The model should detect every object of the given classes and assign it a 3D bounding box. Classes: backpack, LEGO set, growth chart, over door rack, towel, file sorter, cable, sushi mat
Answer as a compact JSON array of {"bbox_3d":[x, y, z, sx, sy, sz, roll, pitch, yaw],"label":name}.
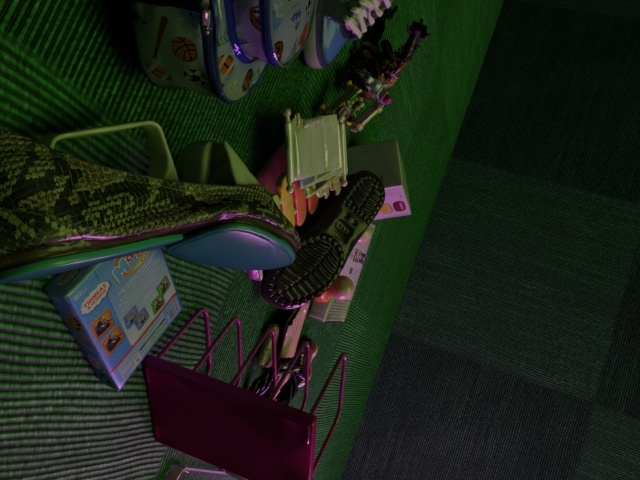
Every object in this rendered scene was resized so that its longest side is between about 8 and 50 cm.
[{"bbox_3d":[-0.110,-0.298,0.663,0.276,0.213,0.263,-58,167,-45],"label":"backpack"},{"bbox_3d":[0.055,-0.221,1.249,0.287,0.107,0.132,-57,145,7],"label":"LEGO set"},{"bbox_3d":[-0.003,-0.162,1.104,0.237,0.021,0.172,-19,114,-59],"label":"growth chart"},{"bbox_3d":[-0.140,0.505,1.212,0.108,0.239,0.324,-68,162,-7],"label":"over door rack"},{"bbox_3d":[-0.113,0.254,1.398,0.148,0.027,0.110,45,64,-74],"label":"towel"},{"bbox_3d":[-0.118,0.262,0.991,0.182,0.290,0.202,-54,154,-50],"label":"file sorter"},{"bbox_3d":[-0.113,0.360,1.378,0.184,0.047,0.151,-40,142,-17],"label":"cable"},{"bbox_3d":[-0.086,0.298,1.465,0.151,0.019,0.317,-48,156,-60],"label":"sushi mat"}]

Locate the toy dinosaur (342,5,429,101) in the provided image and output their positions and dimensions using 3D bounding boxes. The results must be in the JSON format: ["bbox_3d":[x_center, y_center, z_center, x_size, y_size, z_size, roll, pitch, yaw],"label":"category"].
[{"bbox_3d":[0.144,-0.444,1.403,0.322,0.164,0.218,-78,-172,-54],"label":"toy dinosaur"}]

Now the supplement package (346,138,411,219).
[{"bbox_3d":[0.166,-0.158,1.596,0.244,0.139,0.134,46,38,-69],"label":"supplement package"}]

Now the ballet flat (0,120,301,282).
[{"bbox_3d":[-0.178,-0.052,0.695,0.482,0.164,0.182,2,76,-60],"label":"ballet flat"}]

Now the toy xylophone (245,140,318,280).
[{"bbox_3d":[-0.079,-0.057,1.136,0.236,0.081,0.323,81,32,-54],"label":"toy xylophone"}]

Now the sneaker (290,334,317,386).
[{"bbox_3d":[-0.056,0.327,1.592,0.065,0.061,0.158,62,29,-33],"label":"sneaker"}]

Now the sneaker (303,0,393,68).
[{"bbox_3d":[0.115,-0.462,1.080,0.130,0.236,0.323,17,90,-71],"label":"sneaker"}]

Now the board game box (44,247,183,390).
[{"bbox_3d":[-0.266,0.080,0.787,0.211,0.039,0.160,88,27,-46],"label":"board game box"}]

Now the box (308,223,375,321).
[{"bbox_3d":[0.069,0.081,1.727,0.232,0.058,0.322,26,80,-71],"label":"box"}]

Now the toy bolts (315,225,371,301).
[{"bbox_3d":[0.041,0.030,1.432,0.218,0.158,0.229,-18,123,-68],"label":"toy bolts"}]

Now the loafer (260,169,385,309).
[{"bbox_3d":[0.000,0.000,1.292,0.366,0.130,0.134,-48,112,-14],"label":"loafer"}]
